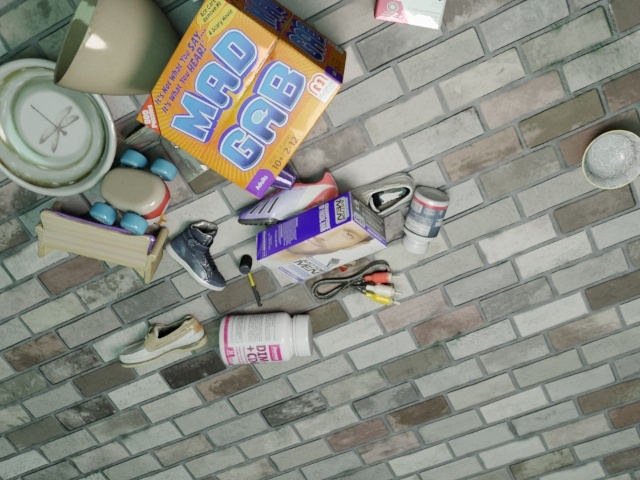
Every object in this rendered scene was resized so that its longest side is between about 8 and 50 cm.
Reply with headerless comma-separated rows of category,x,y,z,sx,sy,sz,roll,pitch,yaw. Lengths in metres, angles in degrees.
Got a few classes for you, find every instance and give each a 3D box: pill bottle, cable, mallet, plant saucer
pill bottle,-0.171,0.313,2.197,0.282,0.160,0.161,-5,116,6
cable,0.112,0.135,2.139,0.287,0.072,0.140,-1,111,5
mallet,-0.217,0.139,2.167,0.039,0.062,0.190,-9,116,10
pill bottle,0.302,-0.057,2.009,0.107,0.108,0.180,14,118,-3
plant saucer,-0.766,-0.326,1.948,0.400,0.101,0.401,1,117,2

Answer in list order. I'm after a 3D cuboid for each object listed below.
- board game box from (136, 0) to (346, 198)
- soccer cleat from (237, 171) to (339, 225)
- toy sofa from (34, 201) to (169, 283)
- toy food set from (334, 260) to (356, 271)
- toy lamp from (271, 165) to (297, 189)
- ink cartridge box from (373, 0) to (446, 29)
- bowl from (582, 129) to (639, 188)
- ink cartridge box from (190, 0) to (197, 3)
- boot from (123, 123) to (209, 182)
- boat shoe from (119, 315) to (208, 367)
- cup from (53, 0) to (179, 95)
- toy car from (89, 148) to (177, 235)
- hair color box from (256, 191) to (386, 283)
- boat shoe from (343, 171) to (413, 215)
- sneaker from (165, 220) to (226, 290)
board game box,-0.181,-0.396,1.728,0.356,0.356,0.357,33,114,-13
soccer cleat,-0.099,-0.115,2.023,0.318,0.108,0.117,-12,91,15
toy sofa,-0.654,-0.017,2.062,0.362,0.150,0.177,14,124,-3
toy food set,0.042,0.059,2.136,0.122,0.019,0.078,31,115,-20
toy lamp,-0.198,-0.221,1.957,0.274,0.080,0.080,25,116,3
ink cartridge box,0.238,-0.667,1.707,0.171,0.100,0.237,9,117,-1
bowl,0.803,-0.237,1.899,0.170,0.080,0.170,1,118,3
ink cartridge box,-0.271,-0.710,1.741,0.209,0.062,0.109,-30,110,16
boot,-0.439,-0.259,1.984,0.189,0.076,0.209,-24,120,17
boat shoe,-0.532,0.328,2.265,0.302,0.113,0.103,-19,113,1
cup,-0.502,-0.503,1.747,0.236,0.331,0.331,21,118,-31
toy car,-0.507,-0.104,2.004,0.210,0.219,0.238,17,161,21
hair color box,0.000,0.000,1.983,0.338,0.110,0.185,-24,142,28
boat shoe,0.150,-0.109,2.003,0.267,0.088,0.096,-21,114,13
sneaker,-0.345,0.044,2.115,0.226,0.086,0.163,43,114,-15
